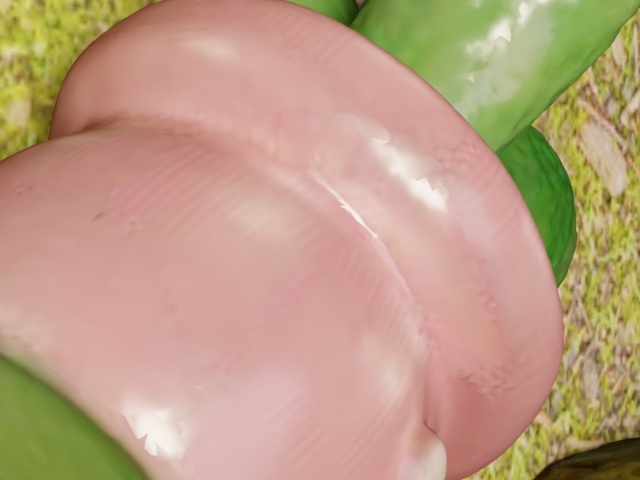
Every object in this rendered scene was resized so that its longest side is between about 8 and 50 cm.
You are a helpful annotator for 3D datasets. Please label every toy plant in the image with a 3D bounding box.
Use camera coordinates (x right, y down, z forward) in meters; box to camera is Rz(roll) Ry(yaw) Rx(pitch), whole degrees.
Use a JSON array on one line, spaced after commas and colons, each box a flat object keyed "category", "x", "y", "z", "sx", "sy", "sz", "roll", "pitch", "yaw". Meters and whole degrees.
[{"category": "toy plant", "x": 0.000, "y": 0.005, "z": 0.757, "sx": 0.356, "sy": 0.210, "sz": 0.317, "roll": -53, "pitch": 162, "yaw": -37}]

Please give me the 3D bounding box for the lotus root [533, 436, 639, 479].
[{"category": "lotus root", "x": 0.154, "y": 0.209, "z": 0.988, "sx": 0.138, "sy": 0.119, "sz": 0.235, "roll": 14, "pitch": 83, "yaw": -48}]
